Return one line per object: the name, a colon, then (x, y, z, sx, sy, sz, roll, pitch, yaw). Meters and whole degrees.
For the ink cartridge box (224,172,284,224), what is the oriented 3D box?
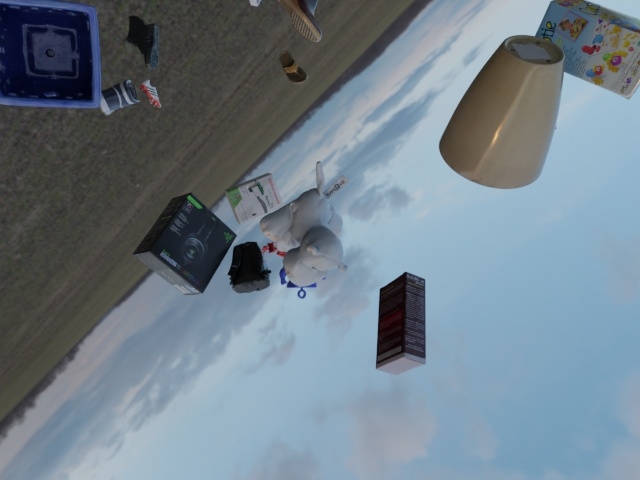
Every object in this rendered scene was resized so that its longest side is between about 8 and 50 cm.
ink cartridge box: (-0.293, -0.189, 2.140, 0.219, 0.161, 0.092, -25, -164, -15)

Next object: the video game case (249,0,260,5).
video game case: (-0.102, -0.525, 0.842, 0.143, 0.019, 0.157, 82, 25, -65)

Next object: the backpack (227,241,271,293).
backpack: (-0.259, 0.096, 1.729, 0.115, 0.151, 0.182, 96, -16, -53)

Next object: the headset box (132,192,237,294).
headset box: (-0.463, 0.007, 1.692, 0.131, 0.246, 0.283, -8, -135, 43)

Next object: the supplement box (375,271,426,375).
supplement box: (0.213, 0.219, 1.272, 0.130, 0.073, 0.240, -44, -148, 51)

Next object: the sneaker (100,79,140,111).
sneaker: (-0.822, -0.581, 1.948, 0.153, 0.099, 0.282, -26, -157, -13)

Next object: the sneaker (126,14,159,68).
sneaker: (-0.519, -0.573, 1.393, 0.051, 0.088, 0.171, 68, 22, -76)

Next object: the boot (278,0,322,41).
boot: (-0.027, -0.835, 1.646, 0.207, 0.248, 0.090, -44, -167, -13)

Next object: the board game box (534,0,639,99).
board game box: (0.696, -0.493, 1.207, 0.142, 0.275, 0.144, -36, 151, -38)

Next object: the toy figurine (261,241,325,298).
toy figurine: (-0.073, 0.132, 1.953, 0.191, 0.362, 0.218, -21, -110, 48)

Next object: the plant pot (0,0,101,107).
plant pot: (-0.669, -0.462, 1.181, 0.212, 0.235, 0.236, -134, -134, -58)

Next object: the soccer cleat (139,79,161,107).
soccer cleat: (-0.453, -0.396, 1.299, 0.029, 0.083, 0.036, 18, -114, 31)

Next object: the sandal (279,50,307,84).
sandal: (-0.117, -0.701, 1.937, 0.072, 0.180, 0.049, -31, 164, 2)

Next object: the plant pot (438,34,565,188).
plant pot: (0.428, -0.302, 1.086, 0.257, 0.256, 0.274, -53, 160, -36)

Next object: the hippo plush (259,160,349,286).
hippo plush: (0.000, 0.000, 1.299, 0.294, 0.234, 0.237, -39, -129, 24)
